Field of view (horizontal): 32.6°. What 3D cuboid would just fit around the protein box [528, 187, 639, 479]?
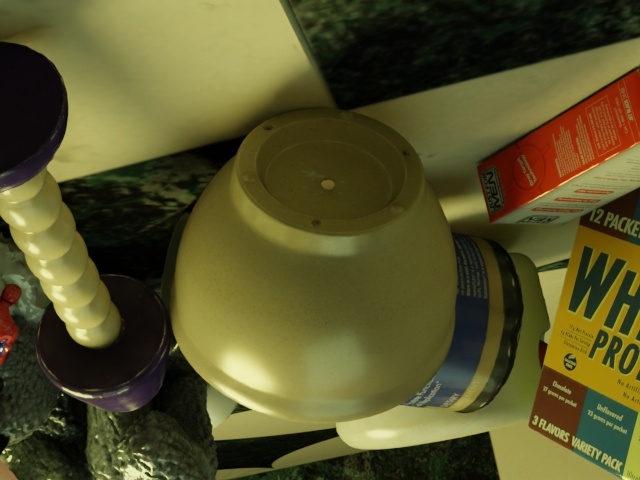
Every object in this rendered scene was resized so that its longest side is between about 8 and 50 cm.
[{"bbox_3d":[0.286,0.064,0.795,0.200,0.201,0.136,2,-166,-38],"label":"protein box"}]

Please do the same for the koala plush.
[{"bbox_3d":[-0.209,0.091,0.749,0.196,0.203,0.221,-29,136,24],"label":"koala plush"}]

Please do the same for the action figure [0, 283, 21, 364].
[{"bbox_3d":[-0.211,0.073,0.644,0.038,0.115,0.030,36,-174,-15],"label":"action figure"}]

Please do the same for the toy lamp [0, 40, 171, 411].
[{"bbox_3d":[-0.125,0.016,0.549,0.080,0.080,0.274,-10,152,-3],"label":"toy lamp"}]

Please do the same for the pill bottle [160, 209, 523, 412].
[{"bbox_3d":[0.011,0.043,0.722,0.219,0.122,0.123,9,158,-18],"label":"pill bottle"}]

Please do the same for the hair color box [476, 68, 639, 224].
[{"bbox_3d":[0.170,-0.053,0.675,0.072,0.043,0.141,1,159,-35],"label":"hair color box"}]

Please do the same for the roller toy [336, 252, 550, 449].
[{"bbox_3d":[0.097,0.084,0.907,0.209,0.146,0.191,-7,173,-33],"label":"roller toy"}]

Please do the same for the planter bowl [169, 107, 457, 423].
[{"bbox_3d":[0.000,0.000,0.583,0.162,0.162,0.109,-7,137,-13],"label":"planter bowl"}]

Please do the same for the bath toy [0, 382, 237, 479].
[{"bbox_3d":[-0.222,0.151,0.943,0.348,0.151,0.129,-19,153,3],"label":"bath toy"}]
